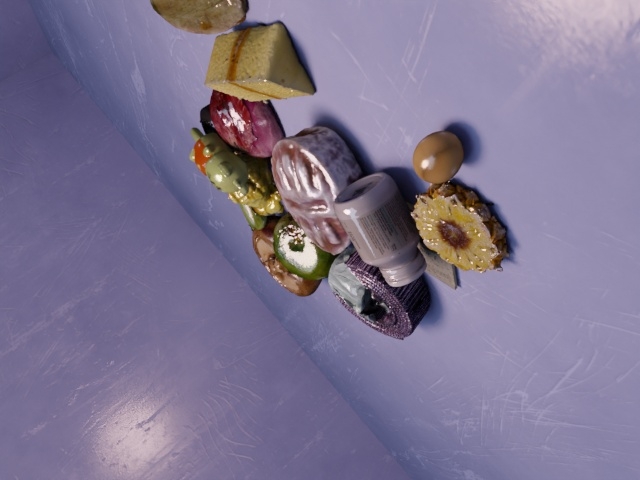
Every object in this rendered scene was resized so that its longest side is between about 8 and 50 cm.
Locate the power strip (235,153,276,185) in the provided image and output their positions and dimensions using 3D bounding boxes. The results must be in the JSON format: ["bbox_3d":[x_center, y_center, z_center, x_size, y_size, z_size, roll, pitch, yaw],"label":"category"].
[{"bbox_3d":[-0.251,-0.266,1.872,0.305,0.044,0.064,47,163,13],"label":"power strip"}]

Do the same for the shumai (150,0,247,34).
[{"bbox_3d":[-0.251,-0.522,1.258,0.201,0.201,0.120,126,145,-72],"label":"shumai"}]

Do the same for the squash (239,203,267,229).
[{"bbox_3d":[-0.230,-0.143,1.856,0.069,0.069,0.238,7,123,66],"label":"squash"}]

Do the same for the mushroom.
[{"bbox_3d":[-0.106,0.049,1.964,0.297,0.163,0.278,54,171,-7],"label":"mushroom"}]

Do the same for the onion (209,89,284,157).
[{"bbox_3d":[-0.217,-0.331,1.537,0.227,0.120,0.283,27,151,42],"label":"onion"}]

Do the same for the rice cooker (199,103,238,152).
[{"bbox_3d":[-0.280,-0.323,1.734,0.112,0.106,0.165,21,134,53],"label":"rice cooker"}]

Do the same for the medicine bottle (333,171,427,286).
[{"bbox_3d":[0.129,-0.017,1.217,0.215,0.135,0.135,59,161,-19],"label":"medicine bottle"}]

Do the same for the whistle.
[{"bbox_3d":[-0.282,-0.219,1.620,0.288,0.106,0.131,47,178,36],"label":"whistle"}]

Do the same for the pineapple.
[{"bbox_3d":[0.251,-0.016,1.097,0.221,0.047,0.221,39,155,23],"label":"pineapple"}]

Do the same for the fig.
[{"bbox_3d":[0.000,0.000,1.650,0.203,0.235,0.203,6,103,30],"label":"fig"}]

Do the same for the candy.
[{"bbox_3d":[0.007,-0.117,1.348,0.214,0.157,0.289,6,127,47],"label":"candy"}]

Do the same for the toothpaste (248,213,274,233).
[{"bbox_3d":[-0.219,-0.113,2.028,0.071,0.089,0.312,46,164,40],"label":"toothpaste"}]

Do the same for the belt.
[{"bbox_3d":[0.145,0.129,1.519,0.260,0.122,0.325,34,159,16],"label":"belt"}]

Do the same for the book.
[{"bbox_3d":[0.230,0.011,1.277,0.138,0.016,0.198,36,157,40],"label":"book"}]

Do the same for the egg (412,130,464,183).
[{"bbox_3d":[0.191,-0.137,0.972,0.080,0.080,0.096,46,165,16],"label":"egg"}]

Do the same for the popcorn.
[{"bbox_3d":[-0.189,-0.166,1.745,0.195,0.174,0.168,35,-154,-42],"label":"popcorn"}]

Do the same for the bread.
[{"bbox_3d":[-0.143,-0.368,1.292,0.266,0.142,0.178,9,123,49],"label":"bread"}]
